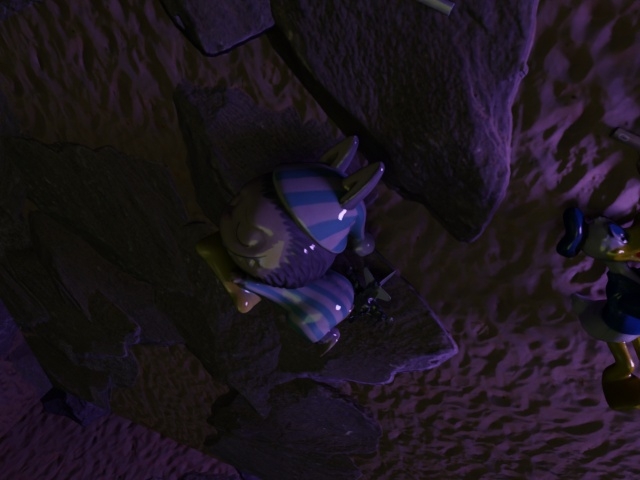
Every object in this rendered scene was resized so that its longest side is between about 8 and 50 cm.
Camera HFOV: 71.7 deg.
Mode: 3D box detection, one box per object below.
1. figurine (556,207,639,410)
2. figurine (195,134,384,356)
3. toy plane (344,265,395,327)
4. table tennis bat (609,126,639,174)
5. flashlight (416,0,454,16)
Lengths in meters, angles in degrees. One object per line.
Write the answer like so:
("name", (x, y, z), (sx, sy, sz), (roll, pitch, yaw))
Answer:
("figurine", (0.512, 0.086, 0.721), (0.338, 0.204, 0.283), (52, 157, 0))
("figurine", (0.000, 0.000, 0.856), (0.361, 0.266, 0.377), (44, 131, -8))
("toy plane", (0.097, 0.150, 1.047), (0.160, 0.082, 0.234), (51, 135, 20))
("table tennis bat", (0.515, -0.130, 0.670), (0.156, 0.013, 0.087), (27, 134, 4))
("flashlight", (0.160, -0.364, 0.667), (0.083, 0.018, 0.018), (28, 134, 6))
